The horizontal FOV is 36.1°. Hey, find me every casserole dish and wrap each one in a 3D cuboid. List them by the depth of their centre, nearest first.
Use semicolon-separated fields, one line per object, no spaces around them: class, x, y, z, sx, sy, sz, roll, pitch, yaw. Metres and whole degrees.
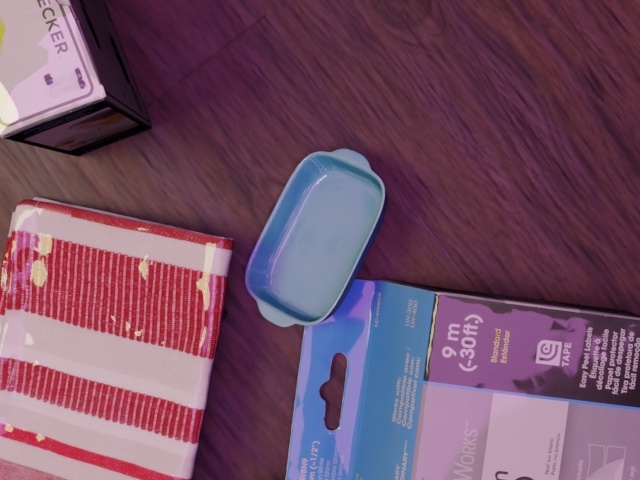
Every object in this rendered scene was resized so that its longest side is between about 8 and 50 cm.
casserole dish;0.000;0.000;0.985;0.114;0.037;0.188;26;89;31

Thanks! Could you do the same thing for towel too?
towel;-0.223;0.137;0.963;0.237;0.037;0.329;12;92;14

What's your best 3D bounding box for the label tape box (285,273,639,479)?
label tape box;0.149;0.177;0.983;0.347;0.115;0.249;7;92;-5

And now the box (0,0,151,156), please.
box;-0.233;-0.171;0.859;0.087;0.290;0.169;-21;94;-2

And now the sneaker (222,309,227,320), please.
sneaker;-0.161;0.091;0.995;0.089;0.051;0.170;39;85;-3
